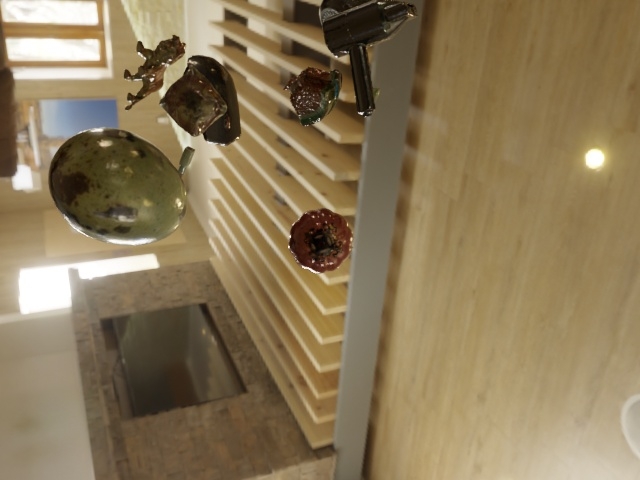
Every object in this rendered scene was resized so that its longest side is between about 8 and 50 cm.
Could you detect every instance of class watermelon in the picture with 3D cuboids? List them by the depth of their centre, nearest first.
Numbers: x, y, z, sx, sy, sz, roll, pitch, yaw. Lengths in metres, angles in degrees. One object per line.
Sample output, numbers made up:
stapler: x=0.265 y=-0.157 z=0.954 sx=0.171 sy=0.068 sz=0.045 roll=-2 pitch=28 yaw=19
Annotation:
watermelon: x=0.144 y=-0.449 z=1.887 sx=0.072 sy=0.092 sz=0.084 roll=51 pitch=-9 yaw=-17

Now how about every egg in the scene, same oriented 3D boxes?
egg: x=-0.609 y=-0.158 z=1.884 sx=0.345 sy=0.427 sz=0.345 roll=-36 pitch=-137 yaw=42

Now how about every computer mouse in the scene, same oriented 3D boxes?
computer mouse: x=-0.327 y=-0.445 z=1.927 sx=0.087 sy=0.168 sz=0.296 roll=-16 pitch=-86 yaw=39

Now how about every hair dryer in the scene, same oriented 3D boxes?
hair dryer: x=0.150 y=-0.491 z=1.650 sx=0.244 sy=0.116 sz=0.303 roll=-10 pitch=-94 yaw=29

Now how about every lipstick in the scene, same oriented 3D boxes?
lipstick: x=-0.449 y=-0.246 z=2.013 sx=0.129 sy=0.030 sz=0.030 roll=-61 pitch=-178 yaw=27

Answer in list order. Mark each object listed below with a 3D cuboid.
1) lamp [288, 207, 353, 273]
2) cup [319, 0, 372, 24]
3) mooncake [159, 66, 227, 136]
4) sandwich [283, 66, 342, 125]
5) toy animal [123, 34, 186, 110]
lamp: x=0.000 y=0.000 z=1.687 sx=0.140 sy=0.181 sz=0.182 roll=-138 pitch=-137 yaw=-79
cup: x=0.120 y=-0.718 z=1.960 sx=0.223 sy=0.176 sz=0.169 roll=36 pitch=-27 yaw=17
mooncake: x=-0.295 y=-0.319 z=1.429 sx=0.130 sy=0.125 sz=0.073 roll=45 pitch=3 yaw=-9
sandwich: x=-0.017 y=-0.443 z=1.879 sx=0.235 sy=0.159 sz=0.079 roll=-20 pitch=-139 yaw=49
toy animal: x=-0.542 y=-0.559 z=2.010 sx=0.312 sy=0.157 sz=0.097 roll=-43 pitch=-111 yaw=48
